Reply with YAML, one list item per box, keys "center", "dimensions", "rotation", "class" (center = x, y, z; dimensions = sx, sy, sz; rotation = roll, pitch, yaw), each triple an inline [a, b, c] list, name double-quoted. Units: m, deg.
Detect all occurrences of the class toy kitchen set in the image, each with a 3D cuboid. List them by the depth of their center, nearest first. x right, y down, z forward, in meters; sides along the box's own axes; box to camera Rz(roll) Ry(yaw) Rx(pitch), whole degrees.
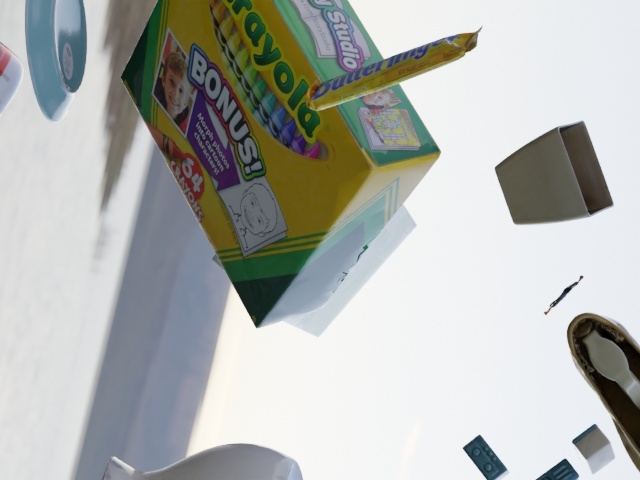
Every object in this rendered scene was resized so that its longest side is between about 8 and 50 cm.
- center: [0.375, 0.362, 2.666]
  dimensions: [0.207, 0.166, 0.122]
  rotation: [-37, 155, -2]
  class: "toy kitchen set"

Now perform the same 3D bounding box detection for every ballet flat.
- center: [0.299, 0.159, 1.420]
  dimensions: [0.080, 0.232, 0.073]
  rotation: [-40, 151, 4]
  class: "ballet flat"

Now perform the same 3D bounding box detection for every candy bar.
- center: [0.059, -0.141, 1.273]
  dimensions: [0.018, 0.161, 0.040]
  rotation: [63, 23, -25]
  class: "candy bar"

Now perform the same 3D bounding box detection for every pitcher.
- center: [-0.120, 0.309, 1.706]
  dimensions: [0.125, 0.207, 0.177]
  rotation: [-79, 158, -51]
  class: "pitcher"

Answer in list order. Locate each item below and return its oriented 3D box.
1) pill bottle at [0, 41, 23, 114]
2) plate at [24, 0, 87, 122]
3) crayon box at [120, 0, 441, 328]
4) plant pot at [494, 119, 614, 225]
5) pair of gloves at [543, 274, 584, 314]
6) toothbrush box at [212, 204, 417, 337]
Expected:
- center: [-0.562, -0.264, 2.021]
  dimensions: [0.181, 0.323, 0.181]
  rotation: [-39, -156, 21]
  class: "pill bottle"
- center: [-0.271, -0.217, 1.607]
  dimensions: [0.188, 0.024, 0.188]
  rotation: [-1, 90, -84]
  class: "plate"
- center: [-0.058, -0.140, 1.668]
  dimensions: [0.363, 0.106, 0.313]
  rotation: [60, -36, 20]
  class: "crayon box"
- center: [0.266, -0.070, 1.788]
  dimensions: [0.109, 0.096, 0.109]
  rotation: [-18, 88, -64]
  class: "plant pot"
- center: [0.384, 0.085, 2.433]
  dimensions: [0.074, 0.010, 0.083]
  rotation: [-47, 172, 18]
  class: "pair of gloves"
- center: [0.000, 0.000, 1.931]
  dimensions: [0.206, 0.122, 0.283]
  rotation: [-49, 167, -1]
  class: "toothbrush box"
